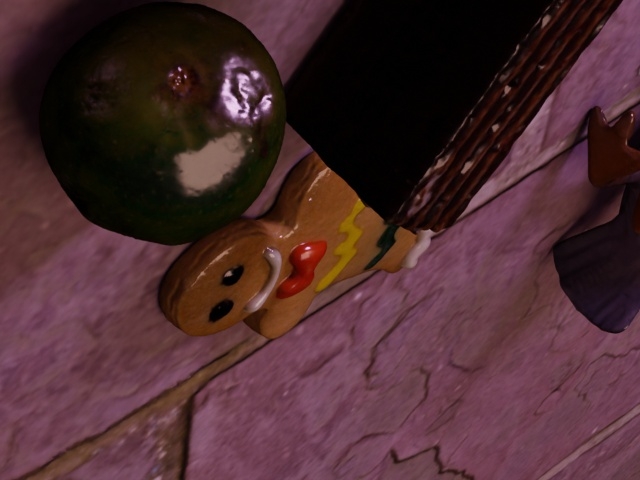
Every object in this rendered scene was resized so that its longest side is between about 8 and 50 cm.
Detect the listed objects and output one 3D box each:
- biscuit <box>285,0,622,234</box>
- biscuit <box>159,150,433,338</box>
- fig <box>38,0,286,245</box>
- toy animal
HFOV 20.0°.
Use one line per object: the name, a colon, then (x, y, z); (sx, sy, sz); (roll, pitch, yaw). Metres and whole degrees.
biscuit: (0.088, -0.130, 0.977); (0.070, 0.106, 0.252); (4, 126, -57)
biscuit: (0.001, 0.001, 1.136); (0.240, 0.035, 0.158); (-26, 147, -36)
fig: (-0.077, -0.040, 0.882); (0.117, 0.117, 0.177); (-33, 163, -23)
toy animal: (0.285, -0.053, 1.380); (0.185, 0.122, 0.298); (-22, 149, -40)
